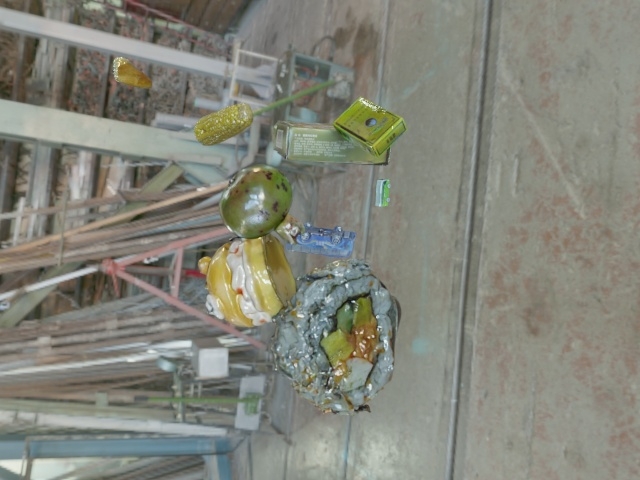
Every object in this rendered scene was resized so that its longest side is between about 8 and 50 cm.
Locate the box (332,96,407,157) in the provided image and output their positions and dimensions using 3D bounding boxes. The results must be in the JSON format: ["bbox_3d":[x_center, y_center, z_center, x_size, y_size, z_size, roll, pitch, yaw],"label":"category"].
[{"bbox_3d":[0.160,-0.374,1.802,0.141,0.064,0.220,-43,50,-6],"label":"box"}]

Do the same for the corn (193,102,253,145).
[{"bbox_3d":[-0.367,-0.433,2.066,0.322,0.119,0.119,-7,75,41],"label":"corn"}]

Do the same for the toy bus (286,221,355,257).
[{"bbox_3d":[0.000,0.000,1.886,0.079,0.236,0.094,-76,-8,-58],"label":"toy bus"}]

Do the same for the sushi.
[{"bbox_3d":[0.048,0.239,1.407,0.176,0.417,0.417,-2,81,45],"label":"sushi"}]

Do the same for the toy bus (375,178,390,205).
[{"bbox_3d":[0.190,-0.146,1.681,0.031,0.037,0.083,18,109,57],"label":"toy bus"}]

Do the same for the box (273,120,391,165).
[{"bbox_3d":[0.034,-0.399,2.234,0.373,0.420,0.138,-128,40,-72],"label":"box"}]

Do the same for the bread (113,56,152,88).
[{"bbox_3d":[-0.666,-0.572,1.888,0.054,0.154,0.136,-52,9,28],"label":"bread"}]

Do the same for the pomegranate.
[{"bbox_3d":[-0.142,-0.072,1.289,0.179,0.179,0.210,-125,12,-58],"label":"pomegranate"}]

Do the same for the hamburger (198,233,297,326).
[{"bbox_3d":[-0.207,0.114,1.520,0.276,0.236,0.276,-16,-90,-81],"label":"hamburger"}]
